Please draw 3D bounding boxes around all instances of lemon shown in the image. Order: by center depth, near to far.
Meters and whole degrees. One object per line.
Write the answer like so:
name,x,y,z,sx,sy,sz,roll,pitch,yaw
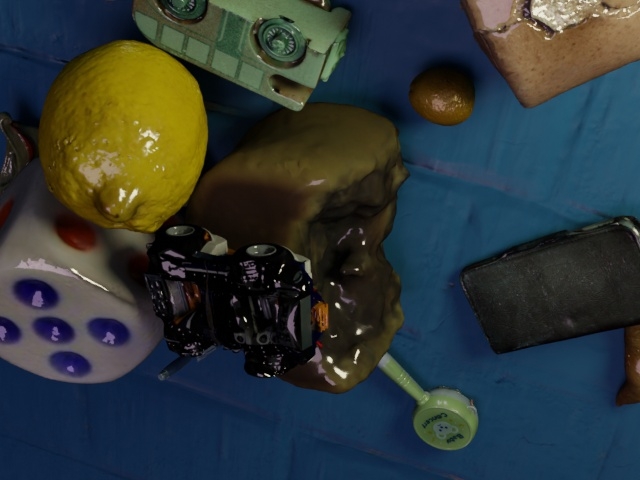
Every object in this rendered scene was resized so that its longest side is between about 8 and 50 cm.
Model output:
lemon,-0.282,-0.147,1.581,0.245,0.319,0.245,-1,140,-1

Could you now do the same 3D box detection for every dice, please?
dice,-0.405,0.049,1.815,0.304,0.277,0.304,32,131,-23

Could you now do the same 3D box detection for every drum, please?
drum,0.164,0.281,1.942,0.253,0.049,0.130,33,131,-4

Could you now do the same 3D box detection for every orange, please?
orange,0.171,-0.203,1.546,0.095,0.085,0.085,22,131,11

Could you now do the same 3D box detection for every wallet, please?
wallet,0.369,0.073,1.676,0.318,0.045,0.172,-20,101,40

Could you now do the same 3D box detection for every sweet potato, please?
sweet potato,0.503,0.178,1.717,0.067,0.059,0.281,14,129,23

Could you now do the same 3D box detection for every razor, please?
razor,-0.252,0.221,2.013,0.068,0.135,0.040,-37,90,38

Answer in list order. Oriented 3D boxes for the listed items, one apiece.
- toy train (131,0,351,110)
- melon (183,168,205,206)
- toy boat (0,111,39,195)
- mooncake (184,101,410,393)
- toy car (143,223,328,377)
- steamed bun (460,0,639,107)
toy train,-0.119,-0.314,1.554,0.326,0.129,0.159,25,137,2
melon,-0.243,-0.109,1.780,0.131,0.098,0.098,42,130,-11
toy boat,-0.513,-0.148,1.867,0.071,0.089,0.185,-11,141,-24
mooncake,0.000,0.000,1.661,0.393,0.246,0.394,44,131,-2
toy car,-0.120,0.084,1.560,0.301,0.118,0.193,10,113,32
steamed bun,0.276,-0.313,1.319,0.252,0.199,0.301,-21,118,21
